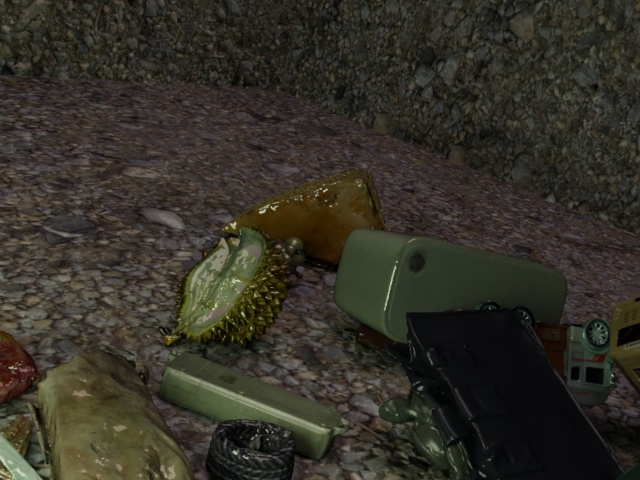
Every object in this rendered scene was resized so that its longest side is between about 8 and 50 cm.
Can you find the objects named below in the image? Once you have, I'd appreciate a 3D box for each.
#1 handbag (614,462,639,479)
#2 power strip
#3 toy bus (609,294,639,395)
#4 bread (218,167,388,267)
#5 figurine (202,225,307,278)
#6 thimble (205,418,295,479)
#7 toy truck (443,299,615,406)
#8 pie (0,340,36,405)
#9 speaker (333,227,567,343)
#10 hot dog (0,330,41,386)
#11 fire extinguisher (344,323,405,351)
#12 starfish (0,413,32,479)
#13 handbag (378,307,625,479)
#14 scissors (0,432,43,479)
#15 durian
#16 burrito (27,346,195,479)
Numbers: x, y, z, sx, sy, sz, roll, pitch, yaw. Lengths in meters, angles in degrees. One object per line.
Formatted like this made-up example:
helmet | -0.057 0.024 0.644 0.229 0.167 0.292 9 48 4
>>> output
handbag | 0.384 0.314 1.081 0.326 0.238 0.089 -19 76 -43
power strip | -0.093 0.222 1.322 0.272 0.052 0.078 20 17 11
toy bus | 0.588 0.220 1.564 0.289 0.139 0.157 50 42 -21
bread | 0.000 0.000 2.084 0.315 0.279 0.248 -26 13 11
figurine | -0.122 0.025 1.841 0.197 0.093 0.147 11 6 -13
thimble | -0.083 0.264 1.177 0.104 0.066 0.095 8 17 -14
toy truck | 0.323 0.196 1.572 0.305 0.162 0.136 9 -14 -19
pie | -0.420 0.165 1.186 0.154 0.036 0.154 0 21 0
speaker | 0.229 0.090 1.736 0.406 0.183 0.184 12 3 -34
hot dog | -0.409 0.156 1.291 0.044 0.028 0.137 20 10 -43
fire extinguisher | 0.105 0.170 1.676 0.132 0.039 0.056 17 -3 6
starfish | -0.388 0.236 1.027 0.231 0.048 0.295 13 16 -9
handbag | 0.230 0.244 1.306 0.269 0.118 0.325 4 42 -36
scissors | -0.261 0.251 0.929 0.248 0.017 0.144 32 54 3
durian | -0.141 0.103 1.538 0.237 0.138 0.193 -42 36 -18
burrito | -0.244 0.219 1.112 0.175 0.107 0.348 26 12 -28
